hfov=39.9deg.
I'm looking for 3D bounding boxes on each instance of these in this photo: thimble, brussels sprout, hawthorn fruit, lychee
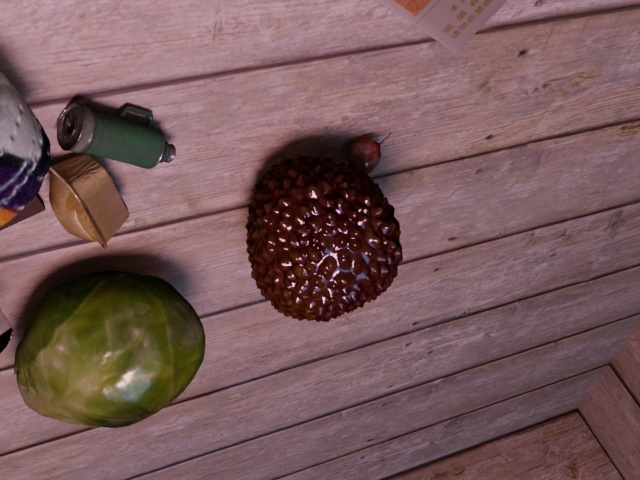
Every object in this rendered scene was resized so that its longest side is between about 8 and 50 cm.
[{"bbox_3d":[-0.489,-0.121,1.170,0.237,0.237,0.150,-27,142,-3],"label":"thimble"},{"bbox_3d":[-0.397,0.200,1.606,0.354,0.281,0.289,-24,-178,27],"label":"brussels sprout"},{"bbox_3d":[0.096,-0.168,1.663,0.103,0.067,0.067,-32,147,-3],"label":"hawthorn fruit"},{"bbox_3d":[0.000,0.000,1.608,0.306,0.306,0.330,-29,119,1],"label":"lychee"}]

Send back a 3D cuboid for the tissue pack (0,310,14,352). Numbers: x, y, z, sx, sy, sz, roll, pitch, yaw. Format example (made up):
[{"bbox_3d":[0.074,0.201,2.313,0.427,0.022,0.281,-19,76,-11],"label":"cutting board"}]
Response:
[{"bbox_3d":[-0.638,0.168,1.311,0.210,0.198,0.370,-41,-178,9],"label":"tissue pack"}]

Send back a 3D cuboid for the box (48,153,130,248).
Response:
[{"bbox_3d":[-0.380,-0.061,1.423,0.111,0.111,0.177,-24,146,-7],"label":"box"}]

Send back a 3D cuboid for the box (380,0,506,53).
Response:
[{"bbox_3d":[0.177,-0.441,1.368,0.204,0.051,0.365,-44,143,23],"label":"box"}]

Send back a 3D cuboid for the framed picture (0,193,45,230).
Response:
[{"bbox_3d":[-0.522,-0.075,1.370,0.128,0.023,0.168,-26,146,-6],"label":"framed picture"}]

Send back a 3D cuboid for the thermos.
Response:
[{"bbox_3d":[-0.311,-0.160,1.378,0.073,0.083,0.187,-25,155,37],"label":"thermos"}]
